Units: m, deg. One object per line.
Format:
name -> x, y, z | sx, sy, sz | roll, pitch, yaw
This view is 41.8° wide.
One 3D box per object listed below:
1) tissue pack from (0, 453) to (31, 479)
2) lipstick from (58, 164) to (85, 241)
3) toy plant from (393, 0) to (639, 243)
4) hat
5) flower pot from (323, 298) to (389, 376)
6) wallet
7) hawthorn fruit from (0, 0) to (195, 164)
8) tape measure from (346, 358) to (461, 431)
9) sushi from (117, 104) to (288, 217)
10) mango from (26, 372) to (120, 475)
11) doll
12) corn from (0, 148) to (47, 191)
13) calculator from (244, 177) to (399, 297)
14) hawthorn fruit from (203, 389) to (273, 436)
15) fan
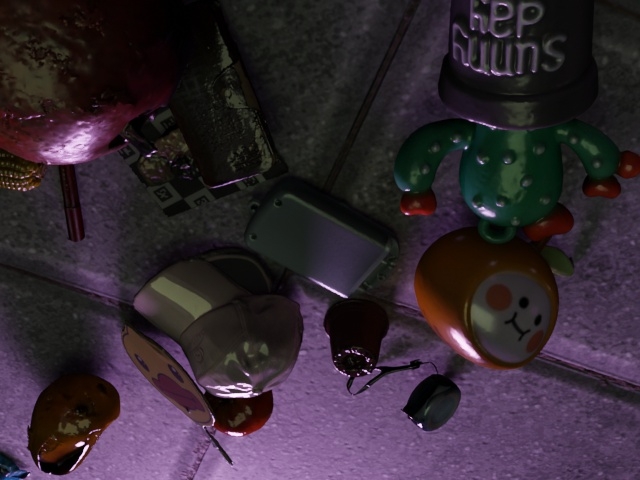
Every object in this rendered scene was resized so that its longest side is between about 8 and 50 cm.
tissue pack -> -0.666, 0.456, 1.703 | 0.085, 0.028, 0.138 | -34, 115, 29
lipstick -> -0.373, -0.075, 1.249 | 0.027, 0.027, 0.176 | 6, 127, 2
toy plant -> 0.224, -0.162, 1.005 | 0.279, 0.185, 0.400 | -15, 129, -10
hat -> -0.160, 0.139, 1.315 | 0.275, 0.161, 0.232 | 37, 119, -17
flower pot -> 0.055, 0.163, 1.348 | 0.111, 0.089, 0.111 | 3, 129, 4
wallet -> -0.145, -0.186, 1.087 | 0.122, 0.031, 0.232 | -17, 105, 22
hawthorn fruit -> -0.296, -0.240, 0.951 | 0.316, 0.316, 0.316 | 3, 129, 4
tape measure -> 0.147, 0.255, 1.449 | 0.179, 0.104, 0.107 | 18, 163, 34
sushi -> -0.183, -0.119, 1.175 | 0.215, 0.050, 0.192 | -20, 123, 21
mango -> -0.445, 0.326, 1.503 | 0.156, 0.151, 0.249 | -13, 150, -37
doll -> 0.255, 0.057, 1.198 | 0.236, 0.213, 0.213 | -44, 119, -10
corn -> -0.503, -0.127, 1.192 | 0.231, 0.080, 0.080 | 13, 129, 2
calculator -> 0.000, 0.000, 1.252 | 0.246, 0.045, 0.141 | 27, 126, -15
hawthorn fruit -> -0.139, 0.283, 1.446 | 0.125, 0.125, 0.140 | 2, 135, 5
fan -> -0.236, 0.263, 1.415 | 0.229, 0.011, 0.335 | 3, 130, 54
